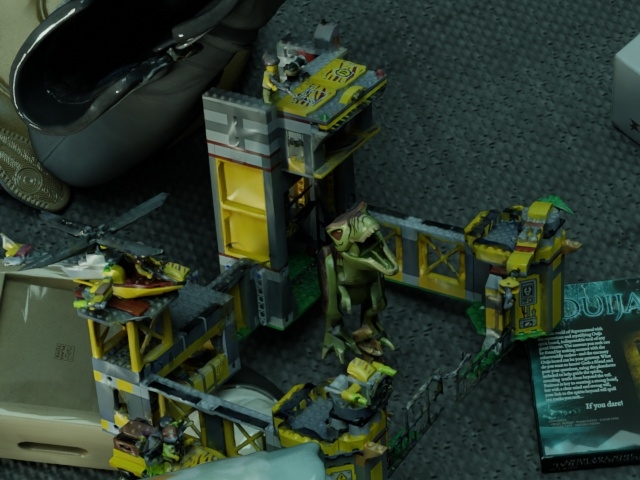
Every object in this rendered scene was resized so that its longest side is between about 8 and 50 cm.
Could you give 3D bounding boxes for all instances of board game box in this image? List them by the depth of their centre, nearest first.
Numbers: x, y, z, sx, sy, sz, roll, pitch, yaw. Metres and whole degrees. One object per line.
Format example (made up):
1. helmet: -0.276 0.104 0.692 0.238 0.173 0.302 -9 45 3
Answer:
1. board game box: 0.227 0.080 1.164 0.186 0.026 0.126 -5 59 4

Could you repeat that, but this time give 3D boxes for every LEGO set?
1. LEGO set: 0.000 0.000 1.072 0.255 0.192 0.331 22 40 36

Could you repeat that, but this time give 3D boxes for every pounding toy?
1. pounding toy: -0.181 0.078 1.185 0.141 0.100 0.130 6 61 -2

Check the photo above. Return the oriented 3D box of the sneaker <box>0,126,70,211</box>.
1. sneaker: -0.236 -0.053 1.293 0.118 0.067 0.042 34 63 -10

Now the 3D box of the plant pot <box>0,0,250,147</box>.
1. plant pot: -0.166 -0.171 1.315 0.236 0.032 0.236 -1 76 4

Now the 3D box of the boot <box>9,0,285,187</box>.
1. boot: -0.128 -0.118 1.112 0.118 0.338 0.223 45 37 0

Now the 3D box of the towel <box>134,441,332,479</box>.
1. towel: -0.104 0.317 0.928 0.321 0.090 0.374 -15 94 -2

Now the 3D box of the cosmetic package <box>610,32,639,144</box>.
1. cosmetic package: 0.428 -0.082 1.199 0.284 0.097 0.377 -43 64 -14

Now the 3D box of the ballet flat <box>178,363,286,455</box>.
1. ballet flat: -0.023 0.164 1.103 0.095 0.096 0.280 -30 61 -10
